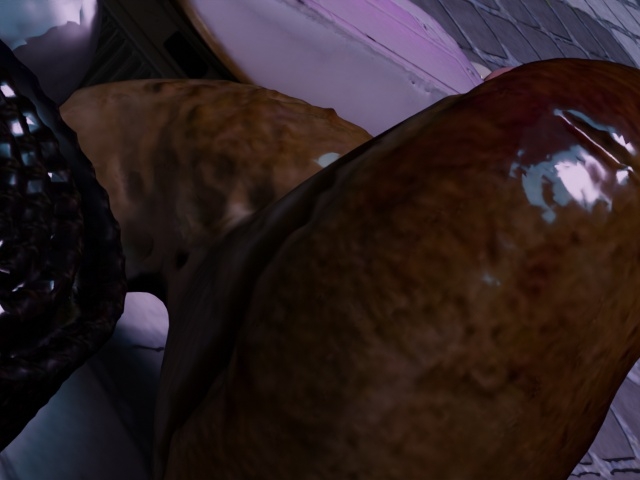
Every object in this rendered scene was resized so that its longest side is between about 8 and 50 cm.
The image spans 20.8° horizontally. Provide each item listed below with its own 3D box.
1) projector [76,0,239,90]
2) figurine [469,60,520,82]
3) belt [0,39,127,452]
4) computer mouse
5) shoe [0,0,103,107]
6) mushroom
[{"bbox_3d":[-0.018,-0.030,0.853,0.269,0.088,0.193,44,19,-5],"label":"projector"},{"bbox_3d":[0.110,-0.084,1.191,0.098,0.081,0.146,9,23,4],"label":"figurine"},{"bbox_3d":[-0.187,-0.037,0.452,0.289,0.164,0.184,34,31,-25],"label":"belt"},{"bbox_3d":[-0.007,-0.097,0.786,0.245,0.056,0.126,23,30,-47],"label":"computer mouse"},{"bbox_3d":[-0.182,-0.172,0.674,0.132,0.171,0.336,-9,76,-29],"label":"shoe"},{"bbox_3d":[0.023,0.021,0.635,0.254,0.267,0.267,39,23,-19],"label":"mushroom"}]
